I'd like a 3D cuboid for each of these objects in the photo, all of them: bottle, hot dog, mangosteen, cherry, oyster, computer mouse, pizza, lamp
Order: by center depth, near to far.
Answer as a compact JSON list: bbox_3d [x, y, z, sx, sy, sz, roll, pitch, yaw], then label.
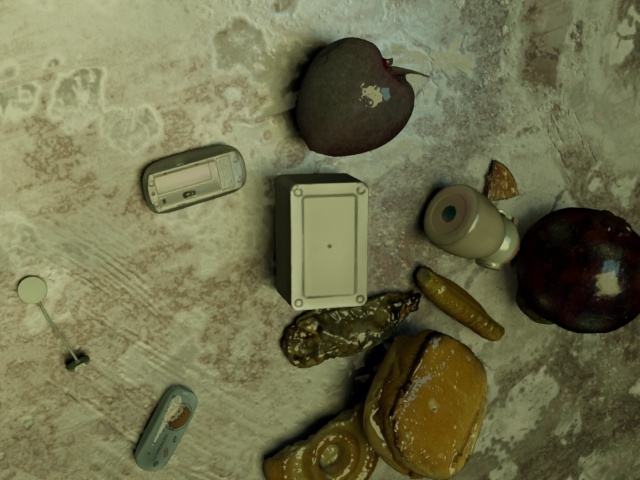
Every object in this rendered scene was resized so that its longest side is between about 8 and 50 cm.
[{"bbox_3d":[-0.480,0.150,1.511,0.050,0.056,0.198,-31,106,-17],"label":"lamp"},{"bbox_3d":[-0.233,-0.114,1.553,0.199,0.045,0.102,-20,114,-23],"label":"computer mouse"},{"bbox_3d":[0.066,-0.272,1.590,0.266,0.183,0.213,-44,107,4],"label":"cherry"},{"bbox_3d":[0.076,0.180,1.803,0.345,0.079,0.128,-18,104,-21],"label":"oyster"},{"bbox_3d":[0.350,-0.018,1.853,0.237,0.148,0.147,26,91,-40],"label":"bottle"},{"bbox_3d":[0.403,-0.137,1.912,0.100,0.029,0.099,-18,104,-26],"label":"pizza"},{"bbox_3d":[0.317,0.151,1.921,0.068,0.083,0.289,-44,122,12],"label":"hot dog"},{"bbox_3d":[0.589,0.096,1.933,0.306,0.306,0.359,1,125,-29],"label":"mangosteen"}]

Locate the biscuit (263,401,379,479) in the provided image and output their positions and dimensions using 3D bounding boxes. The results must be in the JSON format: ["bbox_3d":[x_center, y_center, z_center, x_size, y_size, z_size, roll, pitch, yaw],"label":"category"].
[{"bbox_3d":[0.023,0.489,1.849,0.274,0.091,0.213,-36,117,-18],"label":"biscuit"}]

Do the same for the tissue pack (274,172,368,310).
[{"bbox_3d":[0.002,0.000,1.635,0.160,0.136,0.246,-2,102,-13],"label":"tissue pack"}]

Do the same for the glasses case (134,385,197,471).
[{"bbox_3d":[-0.304,0.371,1.659,0.067,0.045,0.178,27,90,-33],"label":"glasses case"}]

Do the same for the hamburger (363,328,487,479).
[{"bbox_3d":[0.230,0.352,1.840,0.284,0.174,0.304,49,57,-34],"label":"hamburger"}]
